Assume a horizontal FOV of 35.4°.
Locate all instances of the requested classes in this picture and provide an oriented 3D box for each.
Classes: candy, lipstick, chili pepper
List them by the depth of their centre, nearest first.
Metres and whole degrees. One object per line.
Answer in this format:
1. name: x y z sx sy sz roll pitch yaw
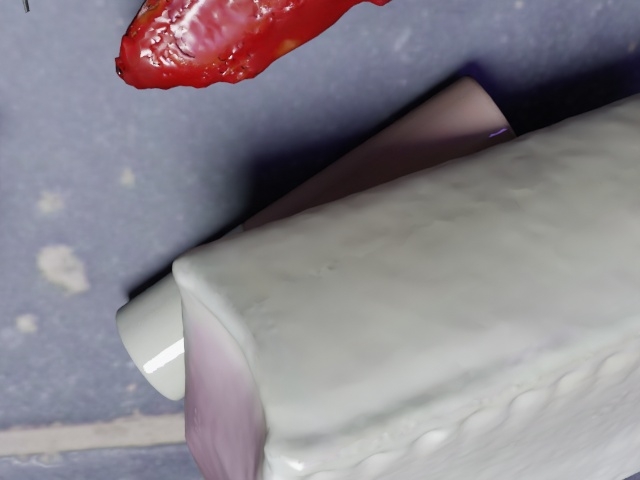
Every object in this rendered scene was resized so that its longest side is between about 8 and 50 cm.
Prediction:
1. chili pepper: 0.049 -0.201 0.485 0.387 0.110 0.110 -39 121 12
2. candy: 0.103 0.056 0.563 0.358 0.145 0.208 -21 144 -16
3. lipstick: 0.000 0.000 0.603 0.254 0.070 0.070 -33 121 5

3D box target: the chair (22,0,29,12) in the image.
1. chair: -0.168 -0.153 0.490 0.037 0.042 0.086 -14 121 -12
